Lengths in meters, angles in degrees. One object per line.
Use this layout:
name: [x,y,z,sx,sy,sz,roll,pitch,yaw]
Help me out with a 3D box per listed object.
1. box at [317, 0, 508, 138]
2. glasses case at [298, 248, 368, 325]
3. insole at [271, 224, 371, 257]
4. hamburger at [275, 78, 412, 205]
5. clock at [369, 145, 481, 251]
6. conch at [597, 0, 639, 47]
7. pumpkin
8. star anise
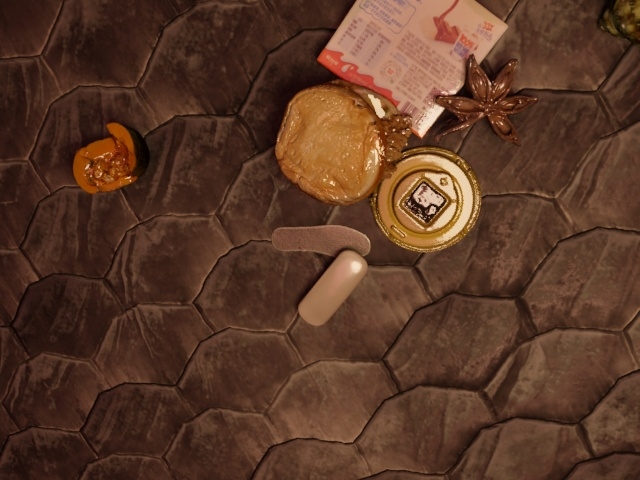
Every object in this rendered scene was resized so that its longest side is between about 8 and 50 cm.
box: [0.177,-0.390,1.018,0.273,0.048,0.265,38,107,-1]
glasses case: [0.027,0.108,1.159,0.081,0.051,0.204,39,106,-3]
insole: [0.000,0.000,1.162,0.232,0.003,0.080,4,104,8]
hamburger: [0.041,-0.199,1.028,0.286,0.146,0.243,-17,107,25]
clock: [0.223,-0.082,1.082,0.237,0.057,0.237,2,104,9]
conch: [0.606,-0.430,0.910,0.182,0.124,0.187,4,80,17]
pumpkin: [-0.450,-0.180,1.136,0.184,0.108,0.119,-27,91,21]
star anise: [0.323,-0.273,0.997,0.208,0.063,0.171,1,112,-7]
